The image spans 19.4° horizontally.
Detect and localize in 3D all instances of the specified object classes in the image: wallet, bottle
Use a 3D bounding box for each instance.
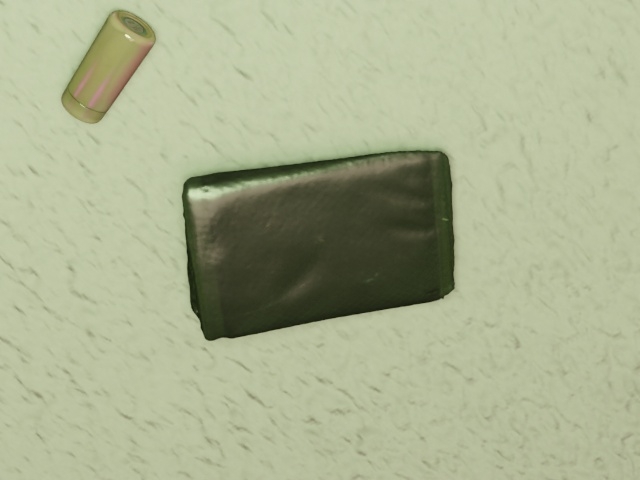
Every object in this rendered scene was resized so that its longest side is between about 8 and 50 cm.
[{"bbox_3d":[0.000,0.000,1.699,0.245,0.052,0.168,-8,121,-8],"label":"wallet"},{"bbox_3d":[-0.181,-0.146,1.591,0.045,0.045,0.096,26,116,-20],"label":"bottle"}]
